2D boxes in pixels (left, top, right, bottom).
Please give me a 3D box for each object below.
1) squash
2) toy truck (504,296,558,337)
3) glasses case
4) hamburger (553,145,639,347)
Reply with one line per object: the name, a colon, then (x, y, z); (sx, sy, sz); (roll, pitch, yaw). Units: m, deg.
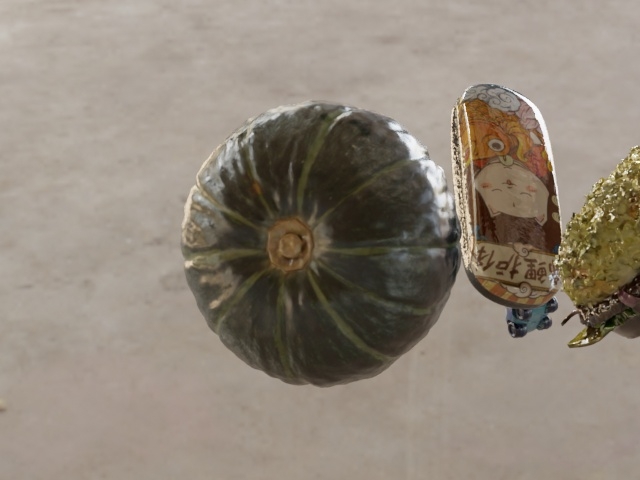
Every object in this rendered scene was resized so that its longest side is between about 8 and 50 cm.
squash: (0.000, 0.000, 1.183); (0.252, 0.252, 0.165); (12, 7, 22)
toy truck: (0.250, 0.071, 1.688); (0.056, 0.073, 0.090); (-13, 51, -22)
glasses case: (0.229, -0.060, 1.668); (0.122, 0.082, 0.321); (13, 54, -20)
hamburger: (0.326, -0.008, 1.350); (0.138, 0.262, 0.243); (43, 48, 3)
